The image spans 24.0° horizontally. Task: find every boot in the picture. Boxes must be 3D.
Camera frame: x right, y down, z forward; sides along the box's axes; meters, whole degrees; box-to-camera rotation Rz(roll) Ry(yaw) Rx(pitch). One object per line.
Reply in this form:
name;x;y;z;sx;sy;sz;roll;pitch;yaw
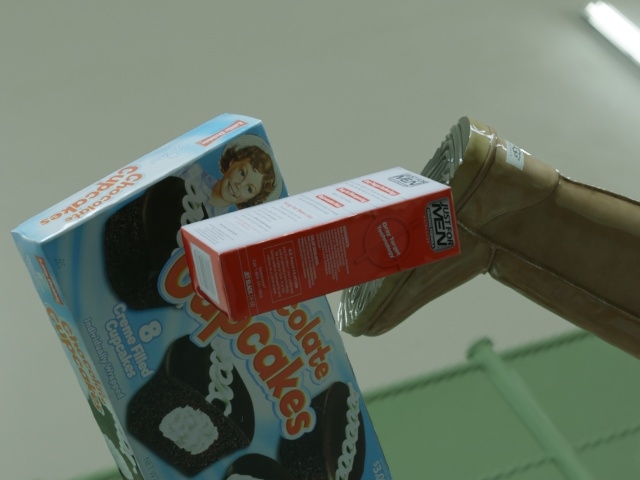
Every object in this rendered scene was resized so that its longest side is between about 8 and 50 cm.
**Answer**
boot;0.178;0.043;1.212;0.269;0.089;0.236;25;-50;-15

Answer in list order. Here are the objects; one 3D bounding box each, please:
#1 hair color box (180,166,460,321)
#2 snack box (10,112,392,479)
hair color box;0.000;0.000;0.850;0.141;0.072;0.043;-17;-72;-18
snack box;-0.077;0.090;1.104;0.187;0.060;0.322;-32;-64;-25
